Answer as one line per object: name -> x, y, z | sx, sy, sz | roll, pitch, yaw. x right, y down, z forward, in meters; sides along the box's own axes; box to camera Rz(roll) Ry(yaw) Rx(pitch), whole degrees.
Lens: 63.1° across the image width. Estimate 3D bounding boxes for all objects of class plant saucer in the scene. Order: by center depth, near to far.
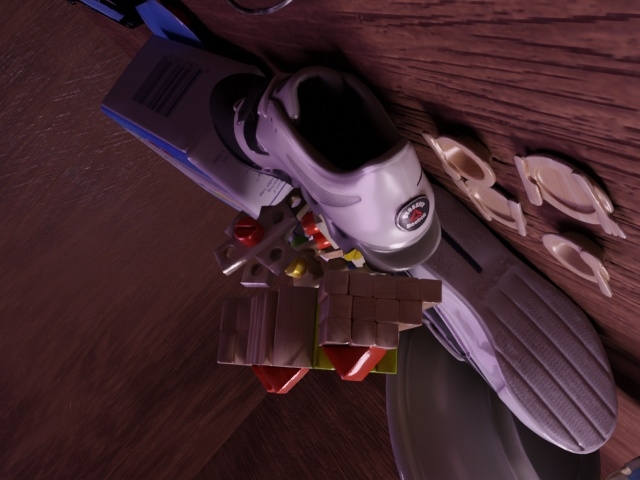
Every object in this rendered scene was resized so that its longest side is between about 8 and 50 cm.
plant saucer -> 0.253, 0.232, 0.664 | 0.400, 0.401, 0.100 | 42, 134, -17

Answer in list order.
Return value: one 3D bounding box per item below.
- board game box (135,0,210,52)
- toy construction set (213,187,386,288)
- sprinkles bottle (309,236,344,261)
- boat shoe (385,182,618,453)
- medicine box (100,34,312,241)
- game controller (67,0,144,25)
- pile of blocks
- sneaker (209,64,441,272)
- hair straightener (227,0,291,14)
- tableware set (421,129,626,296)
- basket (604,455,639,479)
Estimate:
board game box -> -0.207, -0.316, 0.791 | 0.133, 0.033, 0.168 | 44, 169, -34
toy construction set -> 0.000, 0.000, 0.705 | 0.327, 0.214, 0.151 | 34, -143, -65
sprinkles bottle -> -0.007, -0.055, 1.190 | 0.121, 0.121, 0.355 | 40, 177, 31
boat shoe -> 0.181, 0.077, 0.571 | 0.335, 0.121, 0.119 | 52, 166, 2
medicine box -> -0.141, -0.150, 0.819 | 0.263, 0.149, 0.289 | 30, 173, 38
game controller -> -0.424, -0.464, 0.998 | 0.166, 0.067, 0.319 | 33, -177, -30
pile of blocks -> -0.006, 0.117, 0.587 | 0.148, 0.113, 0.362 | 12, 164, -28
sneaker -> -0.014, -0.120, 0.502 | 0.330, 0.122, 0.146 | 40, 161, 35
hair straightener -> -0.109, -0.250, 0.396 | 0.230, 0.047, 0.089 | 37, 178, 1
tableware set -> 0.150, -0.028, 0.390 | 0.141, 0.020, 0.168 | 43, 177, -41
basket -> 0.440, 0.361, 0.543 | 0.289, 0.201, 0.255 | 52, -176, 38
